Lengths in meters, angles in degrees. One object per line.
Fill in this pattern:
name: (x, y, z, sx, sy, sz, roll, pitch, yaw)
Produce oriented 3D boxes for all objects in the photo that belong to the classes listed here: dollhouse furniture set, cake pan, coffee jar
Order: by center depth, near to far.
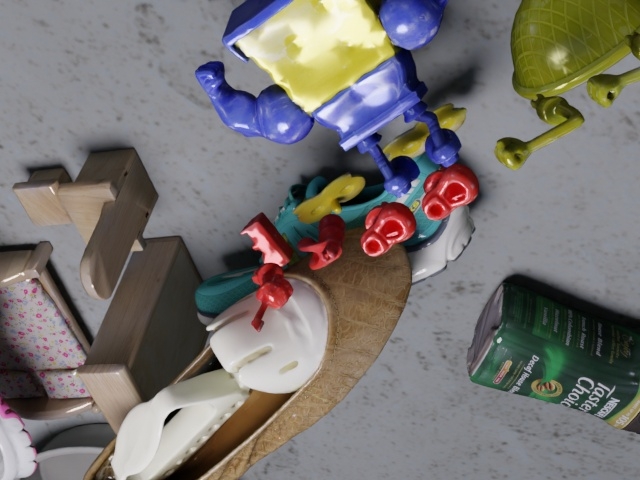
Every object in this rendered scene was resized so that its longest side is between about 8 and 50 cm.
coffee jar: (0.231, 0.109, 1.059, 0.184, 0.079, 0.096, 18, 136, -3)
dollhouse furniture set: (-0.303, 0.092, 1.119, 0.355, 0.174, 0.303, -5, 132, 19)
cake pan: (-0.221, 0.316, 1.401, 0.293, 0.054, 0.293, 7, 135, 8)

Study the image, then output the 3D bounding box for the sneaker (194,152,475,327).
sneaker: (0.000, 0.000, 1.022, 0.275, 0.107, 0.110, -24, 104, 27)

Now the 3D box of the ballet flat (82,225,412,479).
ballet flat: (-0.072, 0.116, 0.935, 0.342, 0.116, 0.124, -43, 152, 20)

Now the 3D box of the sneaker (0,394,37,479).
sneaker: (-0.359, 0.143, 1.096, 0.103, 0.111, 0.252, 6, 122, 47)

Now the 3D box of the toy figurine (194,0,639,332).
toy figurine: (0.031, -0.133, 0.797, 0.362, 0.191, 0.217, -33, 104, 23)
